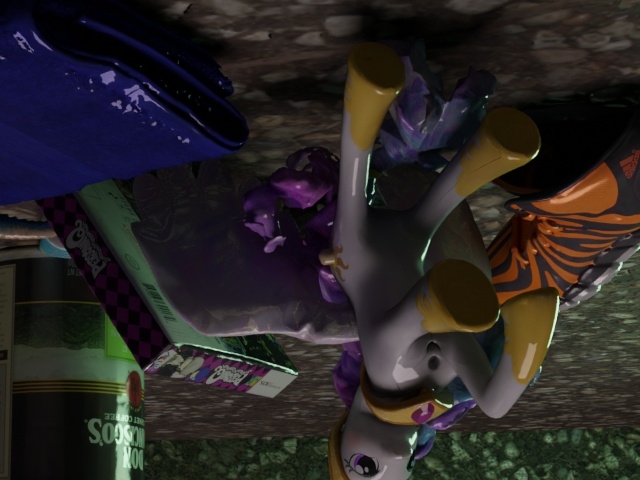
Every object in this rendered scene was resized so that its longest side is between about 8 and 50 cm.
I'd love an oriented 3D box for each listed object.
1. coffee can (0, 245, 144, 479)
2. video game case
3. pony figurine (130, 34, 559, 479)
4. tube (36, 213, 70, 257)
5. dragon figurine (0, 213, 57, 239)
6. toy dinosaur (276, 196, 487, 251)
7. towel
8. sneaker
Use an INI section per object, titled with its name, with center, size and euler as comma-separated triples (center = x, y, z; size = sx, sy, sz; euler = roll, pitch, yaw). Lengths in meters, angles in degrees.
[coffee can]
center = -0.299, 0.162, 1.569
size = 0.201, 0.275, 0.201
euler = -2, 166, 0
[video game case]
center = -0.139, 0.028, 1.197
size = 0.042, 0.232, 0.210
euler = -44, 153, 13
[pony figurine]
center = 0.039, 0.022, 1.036
size = 0.302, 0.351, 0.363
euler = -6, 148, -20
[tube]
center = -0.253, -0.002, 1.404
size = 0.080, 0.052, 0.207
euler = 10, 171, -7
[dragon figurine]
center = -0.358, -0.024, 1.208
size = 0.289, 0.144, 0.085
euler = -20, 165, -6
[toy dinosaur]
center = 0.000, 0.000, 1.360
size = 0.313, 0.121, 0.160
euler = -13, -177, 0
[towel]
center = -0.233, -0.100, 0.972
size = 0.308, 0.076, 0.227
euler = -10, 157, 31
[sneaker]
center = 0.196, -0.038, 1.192
size = 0.180, 0.125, 0.321
euler = 11, 149, -27
